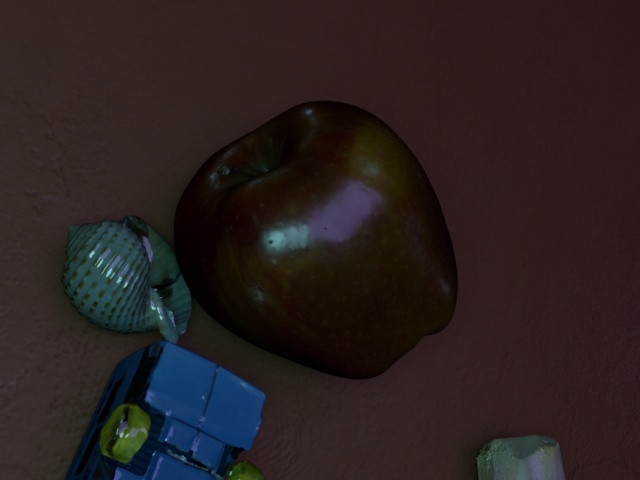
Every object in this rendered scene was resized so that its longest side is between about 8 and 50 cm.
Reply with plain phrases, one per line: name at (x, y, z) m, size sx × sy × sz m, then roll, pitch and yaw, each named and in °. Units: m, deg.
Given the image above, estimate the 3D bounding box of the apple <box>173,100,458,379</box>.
apple at (0.000, 0.000, 1.080) m, size 0.317 × 0.288 × 0.288 m, roll 46°, pitch 54°, yaw -29°

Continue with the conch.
conch at (-0.210, 0.040, 1.027) m, size 0.153 × 0.102 × 0.135 m, roll 65°, pitch 30°, yaw -27°

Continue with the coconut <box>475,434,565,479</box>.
coconut at (0.263, 0.320, 1.251) m, size 0.116 × 0.116 × 0.122 m, roll 8°, pitch 66°, yaw -33°

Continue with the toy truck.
toy truck at (-0.184, 0.296, 0.919) m, size 0.161 × 0.162 × 0.385 m, roll 31°, pitch 61°, yaw -23°
